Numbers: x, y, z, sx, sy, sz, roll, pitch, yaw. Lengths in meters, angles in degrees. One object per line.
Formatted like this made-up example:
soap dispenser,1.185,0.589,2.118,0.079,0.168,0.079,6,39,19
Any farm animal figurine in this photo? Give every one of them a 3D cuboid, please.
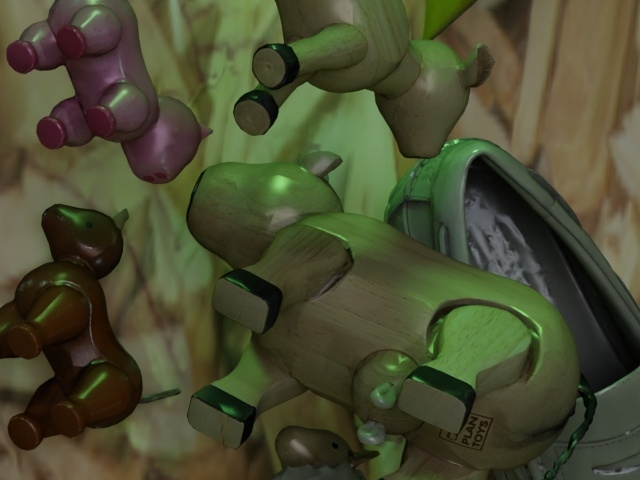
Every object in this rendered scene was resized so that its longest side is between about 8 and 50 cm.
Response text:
farm animal figurine,0.000,0.000,0.919,0.327,0.330,0.172,42,37,9

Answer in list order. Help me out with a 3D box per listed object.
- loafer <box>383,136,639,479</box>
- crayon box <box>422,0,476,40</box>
loafer,0.137,0.092,1.001,0.112,0.111,0.319,-32,89,-13
crayon box,0.131,-0.268,1.006,0.081,0.202,0.318,11,81,-9
